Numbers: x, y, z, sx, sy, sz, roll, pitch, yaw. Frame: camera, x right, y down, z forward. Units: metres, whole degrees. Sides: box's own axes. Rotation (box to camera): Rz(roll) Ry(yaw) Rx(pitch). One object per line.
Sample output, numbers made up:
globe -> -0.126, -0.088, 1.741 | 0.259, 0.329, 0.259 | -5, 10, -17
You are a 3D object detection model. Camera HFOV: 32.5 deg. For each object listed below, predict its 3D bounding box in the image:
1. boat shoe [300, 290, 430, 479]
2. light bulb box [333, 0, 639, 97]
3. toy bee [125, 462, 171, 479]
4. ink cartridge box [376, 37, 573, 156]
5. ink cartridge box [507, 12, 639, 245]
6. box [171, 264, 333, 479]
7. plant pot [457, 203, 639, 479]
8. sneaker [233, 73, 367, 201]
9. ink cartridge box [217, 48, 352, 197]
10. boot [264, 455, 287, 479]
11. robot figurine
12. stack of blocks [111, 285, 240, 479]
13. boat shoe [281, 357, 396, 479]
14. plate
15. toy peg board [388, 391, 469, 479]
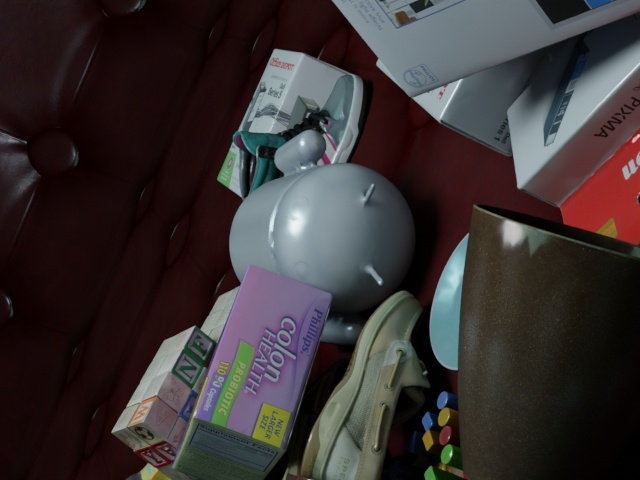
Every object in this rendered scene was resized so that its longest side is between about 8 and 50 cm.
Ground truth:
boat shoe -> 0.076, 0.174, 1.275 | 0.302, 0.098, 0.109 | -55, -21, -50
light bulb box -> 0.216, -0.386, 1.122 | 0.361, 0.225, 0.358 | -15, 39, 42
toy bee -> -0.266, 0.413, 1.802 | 0.195, 0.162, 0.298 | -2, 67, 65
ink cartridge box -> 0.199, -0.255, 1.401 | 0.201, 0.117, 0.278 | -62, 23, 15
ink cartridge box -> 0.311, -0.135, 1.095 | 0.296, 0.066, 0.261 | -50, 26, 38
box -> -0.091, 0.187, 1.414 | 0.243, 0.117, 0.214 | 119, 171, -61
plant pot -> 0.205, 0.107, 0.953 | 0.215, 0.215, 0.230 | -146, 70, -68
sneaker -> -0.050, -0.162, 1.815 | 0.296, 0.178, 0.124 | -68, 21, -2
ink cartridge box -> -0.064, -0.198, 1.971 | 0.273, 0.114, 0.198 | -66, 21, 4
boot -> -0.119, 0.337, 1.646 | 0.213, 0.077, 0.165 | -54, 23, 32
robot figurine -> 0.000, 0.000, 1.512 | 0.353, 0.199, 0.300 | -6, 102, 66
stack of blocks -> -0.154, 0.203, 1.605 | 0.087, 0.171, 0.297 | -26, 28, 46
boat shoe -> 0.027, 0.274, 1.306 | 0.123, 0.123, 0.342 | -57, 18, 29
plate -> 0.186, 0.062, 1.255 | 0.188, 0.024, 0.188 | -49, 28, 38
toy peg board -> 0.124, 0.240, 1.156 | 0.161, 0.079, 0.161 | -59, 23, 21
